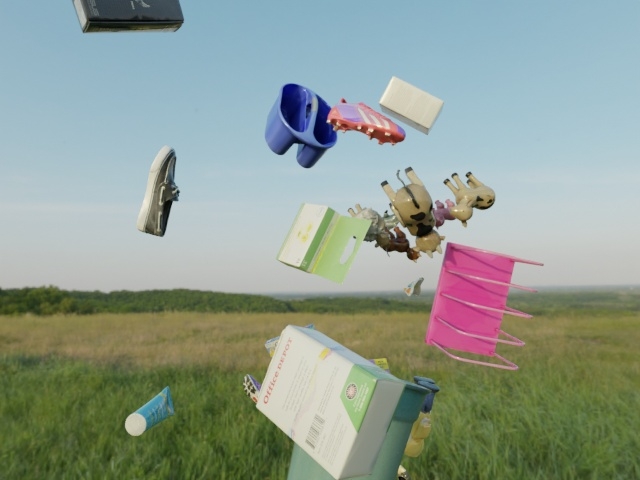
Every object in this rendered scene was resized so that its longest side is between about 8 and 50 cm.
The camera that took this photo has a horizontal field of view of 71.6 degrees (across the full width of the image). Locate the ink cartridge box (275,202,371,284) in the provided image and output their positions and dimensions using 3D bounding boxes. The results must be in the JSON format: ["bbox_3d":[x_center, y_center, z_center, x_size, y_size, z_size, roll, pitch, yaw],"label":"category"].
[{"bbox_3d":[0.000,0.000,1.090,0.056,0.171,0.235,31,-10,-33],"label":"ink cartridge box"}]

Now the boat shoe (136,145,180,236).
[{"bbox_3d":[-0.516,-0.159,1.473,0.102,0.301,0.108,18,3,1],"label":"boat shoe"}]

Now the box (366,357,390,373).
[{"bbox_3d":[0.142,0.544,1.516,0.214,0.243,0.117,3,-34,-26],"label":"box"}]

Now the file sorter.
[{"bbox_3d":[0.431,0.170,1.165,0.202,0.290,0.182,12,1,-8],"label":"file sorter"}]

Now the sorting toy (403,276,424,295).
[{"bbox_3d":[0.354,0.167,1.652,0.045,0.075,0.083,45,19,27],"label":"sorting toy"}]

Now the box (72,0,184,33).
[{"bbox_3d":[-0.377,-0.511,0.821,0.183,0.232,0.059,-21,12,-37],"label":"box"}]

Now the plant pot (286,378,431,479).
[{"bbox_3d":[0.080,0.498,1.145,0.341,0.334,0.341,16,-13,4],"label":"plant pot"}]

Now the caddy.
[{"bbox_3d":[-0.059,-0.428,1.598,0.241,0.341,0.179,22,-47,-22],"label":"caddy"}]

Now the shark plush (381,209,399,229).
[{"bbox_3d":[0.224,-0.069,1.446,0.161,0.067,0.073,-25,26,32],"label":"shark plush"}]

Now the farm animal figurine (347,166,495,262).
[{"bbox_3d":[0.278,-0.058,1.140,0.330,0.172,0.327,-40,-38,19],"label":"farm animal figurine"}]

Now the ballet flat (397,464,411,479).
[{"bbox_3d":[0.338,0.986,1.767,0.049,0.173,0.057,-9,-11,-36],"label":"ballet flat"}]

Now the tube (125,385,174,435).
[{"bbox_3d":[-0.431,0.445,1.153,0.052,0.080,0.207,-9,-5,3],"label":"tube"}]

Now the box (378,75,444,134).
[{"bbox_3d":[0.277,-0.407,1.352,0.170,0.091,0.130,30,10,9],"label":"box"}]

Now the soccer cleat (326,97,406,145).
[{"bbox_3d":[0.126,-0.324,1.188,0.248,0.095,0.083,24,-6,36],"label":"soccer cleat"}]

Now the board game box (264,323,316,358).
[{"bbox_3d":[-0.088,0.404,1.637,0.201,0.136,0.035,-24,8,18],"label":"board game box"}]

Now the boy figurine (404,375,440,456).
[{"bbox_3d":[0.357,0.649,1.629,0.092,0.285,0.177,14,7,-6],"label":"boy figurine"}]

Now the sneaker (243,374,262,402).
[{"bbox_3d":[-0.245,0.607,1.777,0.170,0.068,0.071,43,26,23],"label":"sneaker"}]

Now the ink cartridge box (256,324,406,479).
[{"bbox_3d":[0.009,0.250,0.718,0.212,0.154,0.093,19,-3,44],"label":"ink cartridge box"}]
